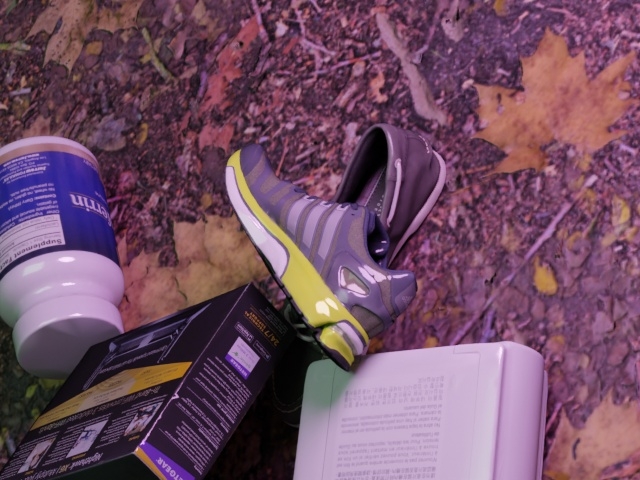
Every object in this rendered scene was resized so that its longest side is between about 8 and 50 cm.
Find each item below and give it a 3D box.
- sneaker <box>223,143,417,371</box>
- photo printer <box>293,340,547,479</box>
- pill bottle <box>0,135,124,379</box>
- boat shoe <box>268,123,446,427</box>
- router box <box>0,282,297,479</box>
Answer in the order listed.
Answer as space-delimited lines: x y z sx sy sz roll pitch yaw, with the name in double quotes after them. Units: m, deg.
0.000 0.000 1.872 0.121 0.111 0.300 -32 52 -3 "sneaker"
0.087 0.259 1.771 0.256 0.107 0.307 -9 64 35 "photo printer"
-0.313 0.021 2.174 0.153 0.153 0.264 -33 53 22 "pill bottle"
0.016 0.030 1.947 0.112 0.095 0.335 22 83 42 "boat shoe"
-0.193 0.185 1.930 0.309 0.081 0.243 -22 27 48 "router box"
